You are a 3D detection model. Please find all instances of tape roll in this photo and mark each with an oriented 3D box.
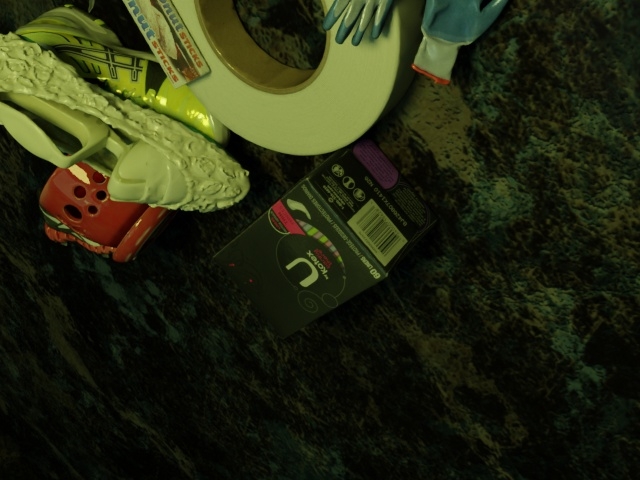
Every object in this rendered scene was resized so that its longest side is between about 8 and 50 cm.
[{"bbox_3d":[-0.057,-0.291,1.037,0.392,0.072,0.392,22,134,25],"label":"tape roll"}]

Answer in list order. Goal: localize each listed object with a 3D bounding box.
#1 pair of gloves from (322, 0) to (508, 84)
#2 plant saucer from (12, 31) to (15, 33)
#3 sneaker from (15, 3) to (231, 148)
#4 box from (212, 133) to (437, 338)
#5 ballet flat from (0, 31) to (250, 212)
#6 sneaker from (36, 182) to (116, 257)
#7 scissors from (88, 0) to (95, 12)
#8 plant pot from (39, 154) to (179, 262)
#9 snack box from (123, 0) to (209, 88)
[{"bbox_3d":[0.096,-0.262,0.886,0.198,0.023,0.159,20,114,-11],"label":"pair of gloves"},{"bbox_3d":[-0.514,-0.317,1.442,0.083,0.015,0.083,23,134,26],"label":"plant saucer"},{"bbox_3d":[-0.305,-0.215,1.248,0.384,0.147,0.145,27,134,19],"label":"sneaker"},{"bbox_3d":[0.000,0.000,1.164,0.165,0.143,0.270,50,140,-3],"label":"box"},{"bbox_3d":[-0.299,-0.127,1.151,0.409,0.147,0.147,29,140,-10],"label":"ballet flat"},{"bbox_3d":[-0.414,-0.051,1.507,0.276,0.097,0.135,11,130,36],"label":"sneaker"},{"bbox_3d":[-0.278,-0.446,1.075,0.109,0.021,0.297,37,121,4],"label":"scissors"},{"bbox_3d":[-0.322,-0.076,1.349,0.174,0.191,0.191,39,139,-4],"label":"plant pot"},{"bbox_3d":[-0.214,-0.289,1.100,0.064,0.022,0.178,-12,113,47],"label":"snack box"}]
